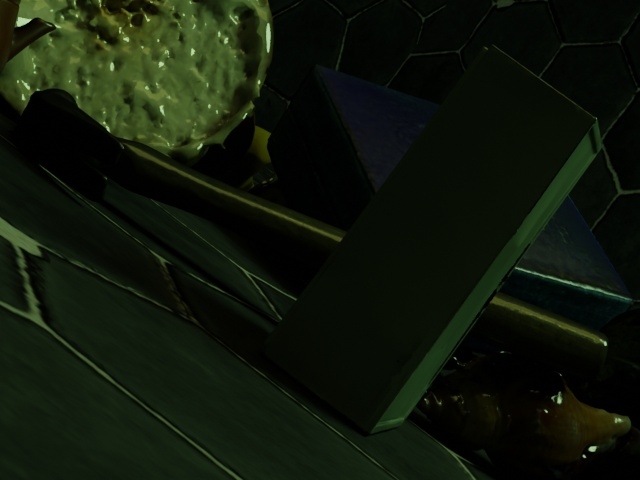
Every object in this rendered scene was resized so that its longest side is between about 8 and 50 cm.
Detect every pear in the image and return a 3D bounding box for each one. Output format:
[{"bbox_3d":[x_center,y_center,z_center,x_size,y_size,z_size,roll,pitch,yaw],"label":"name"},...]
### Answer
[{"bbox_3d":[-0.186,-0.165,1.255,0.267,0.267,0.178,35,-27,-20],"label":"pear"}]

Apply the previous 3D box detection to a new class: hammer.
[{"bbox_3d":[0.000,0.000,1.111,0.440,0.044,0.168,23,8,-13],"label":"hammer"}]

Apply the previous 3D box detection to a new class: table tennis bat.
[{"bbox_3d":[-0.059,-0.054,1.648,0.007,0.083,0.050,52,-3,9],"label":"table tennis bat"}]

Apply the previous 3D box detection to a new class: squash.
[{"bbox_3d":[0.289,0.151,1.447,0.156,0.193,0.193,19,-10,43],"label":"squash"}]

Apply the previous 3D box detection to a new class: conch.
[{"bbox_3d":[0.163,0.141,1.184,0.233,0.086,0.080,33,5,-28],"label":"conch"}]

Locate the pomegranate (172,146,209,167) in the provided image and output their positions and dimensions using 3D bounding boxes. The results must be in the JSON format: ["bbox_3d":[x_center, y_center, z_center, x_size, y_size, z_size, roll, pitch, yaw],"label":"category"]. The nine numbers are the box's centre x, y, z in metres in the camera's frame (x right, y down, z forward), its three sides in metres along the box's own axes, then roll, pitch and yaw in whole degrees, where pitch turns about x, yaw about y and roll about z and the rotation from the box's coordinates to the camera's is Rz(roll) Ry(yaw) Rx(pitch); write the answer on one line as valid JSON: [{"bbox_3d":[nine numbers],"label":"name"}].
[{"bbox_3d":[-0.134,-0.126,1.394,0.115,0.142,0.114,23,-12,5],"label":"pomegranate"}]

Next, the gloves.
[{"bbox_3d":[-0.113,-0.097,1.664,0.133,0.116,0.294,44,-2,7],"label":"gloves"}]

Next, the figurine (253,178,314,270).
[{"bbox_3d":[0.028,-0.016,1.662,0.162,0.143,0.263,32,11,28],"label":"figurine"}]

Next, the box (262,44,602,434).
[{"bbox_3d":[0.072,0.002,0.984,0.086,0.225,0.129,37,3,11],"label":"box"}]

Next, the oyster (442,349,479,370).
[{"bbox_3d":[0.102,0.090,1.525,0.105,0.056,0.177,35,9,3],"label":"oyster"}]

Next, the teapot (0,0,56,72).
[{"bbox_3d":[-0.232,-0.149,0.968,0.173,0.116,0.116,32,6,-47],"label":"teapot"}]

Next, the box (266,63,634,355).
[{"bbox_3d":[0.118,-0.021,1.516,0.279,0.116,0.261,16,32,-31],"label":"box"}]
